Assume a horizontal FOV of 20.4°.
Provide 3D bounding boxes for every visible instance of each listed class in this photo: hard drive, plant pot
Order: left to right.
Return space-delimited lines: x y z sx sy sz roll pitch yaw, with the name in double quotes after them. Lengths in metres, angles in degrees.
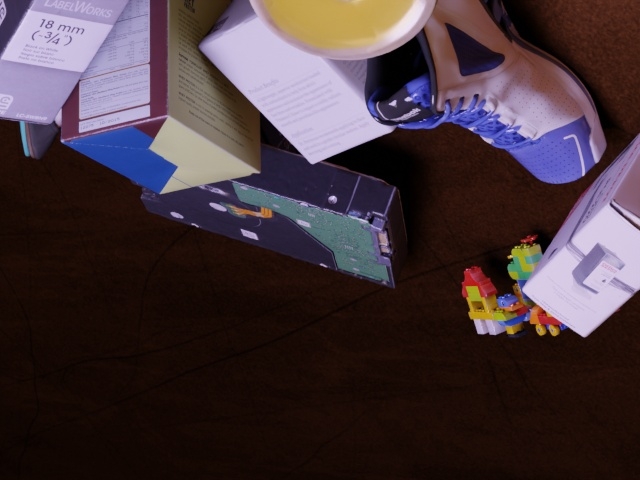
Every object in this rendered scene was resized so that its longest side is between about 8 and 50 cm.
-0.066 -0.051 2.136 0.339 0.064 0.237 18 164 13 "hard drive"
0.024 -0.294 1.561 0.254 0.239 0.254 2 137 2 "plant pot"

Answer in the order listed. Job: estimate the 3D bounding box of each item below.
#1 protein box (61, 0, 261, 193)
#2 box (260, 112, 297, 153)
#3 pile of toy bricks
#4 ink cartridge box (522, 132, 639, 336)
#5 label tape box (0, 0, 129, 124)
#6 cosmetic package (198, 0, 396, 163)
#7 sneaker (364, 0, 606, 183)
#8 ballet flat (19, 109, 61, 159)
-0.171 -0.182 1.925 0.136 0.201 0.200 -10 160 25 "protein box"
-0.155 -0.177 2.151 0.233 0.059 0.183 10 142 35 "box"
0.248 0.046 2.052 0.212 0.118 0.105 -4 105 68 "pile of toy bricks"
0.314 -0.019 1.820 0.092 0.158 0.218 36 149 -1 "ink cartridge box"
-0.268 -0.317 1.791 0.106 0.240 0.333 7 138 -35 "label tape box"
0.006 -0.207 1.864 0.183 0.151 0.151 46 147 -19 "cosmetic package"
0.137 -0.153 1.784 0.127 0.182 0.315 -7 129 50 "sneaker"
-0.354 -0.214 2.254 0.096 0.095 0.280 -7 136 1 "ballet flat"
